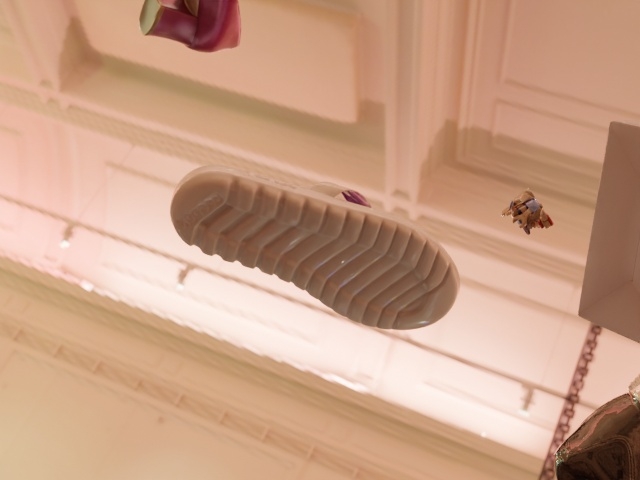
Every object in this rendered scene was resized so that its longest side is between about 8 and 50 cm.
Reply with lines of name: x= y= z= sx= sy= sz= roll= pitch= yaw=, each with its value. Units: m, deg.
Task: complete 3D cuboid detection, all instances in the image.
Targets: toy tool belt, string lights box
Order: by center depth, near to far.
string lights box: x=0.299 y=-0.013 z=0.665 sx=0.077 sy=0.260 sz=0.133 roll=26 pitch=-65 yaw=50
toy tool belt: x=0.278 y=-0.031 z=1.319 sx=0.051 sy=0.083 sz=0.052 roll=-32 pitch=-59 yaw=9

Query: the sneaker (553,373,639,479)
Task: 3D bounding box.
sneaker: x=0.212 y=0.191 z=0.545 sx=0.234 sy=0.106 sz=0.078 roll=59 pitch=9 yaw=10

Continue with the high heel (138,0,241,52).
high heel: x=-0.087 y=-0.286 z=0.989 sx=0.117 sy=0.082 sz=0.244 roll=2 pitch=-42 yaw=-37

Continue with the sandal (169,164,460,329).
sandal: x=0.009 y=-0.010 z=1.261 sx=0.416 sy=0.102 sz=0.169 roll=25 pitch=-55 yaw=-24
